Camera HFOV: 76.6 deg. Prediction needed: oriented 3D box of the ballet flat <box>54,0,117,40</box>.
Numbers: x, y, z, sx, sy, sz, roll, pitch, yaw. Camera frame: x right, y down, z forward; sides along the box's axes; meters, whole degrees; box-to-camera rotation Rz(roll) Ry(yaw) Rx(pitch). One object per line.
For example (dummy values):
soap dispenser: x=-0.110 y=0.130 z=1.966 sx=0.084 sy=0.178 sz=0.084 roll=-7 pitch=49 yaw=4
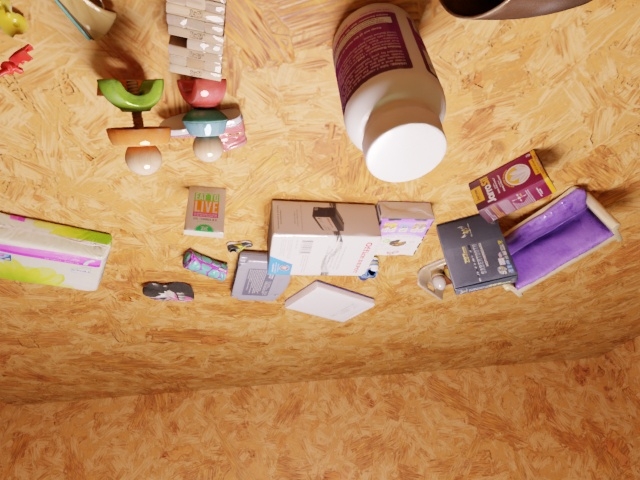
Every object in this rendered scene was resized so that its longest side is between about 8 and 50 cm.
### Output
ballet flat: x=-0.408 y=-0.414 z=0.601 sx=0.073 sy=0.080 sz=0.232 roll=-40 pitch=144 yaw=0

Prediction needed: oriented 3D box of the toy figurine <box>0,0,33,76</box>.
toy figurine: x=-0.651 y=-0.343 z=0.561 sx=0.217 sy=0.191 sz=0.362 roll=-14 pitch=145 yaw=21

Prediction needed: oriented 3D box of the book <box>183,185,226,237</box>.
book: x=-0.296 y=-0.074 z=1.043 sx=0.096 sy=0.144 sz=0.035 roll=5 pitch=145 yaw=-17

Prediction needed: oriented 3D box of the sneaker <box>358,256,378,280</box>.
sneaker: x=0.173 y=0.116 z=1.479 sx=0.053 sy=0.059 sz=0.144 roll=1 pitch=147 yaw=-14

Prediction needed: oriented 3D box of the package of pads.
package of pads: x=-0.791 y=0.045 z=1.185 sx=0.296 sy=0.101 sz=0.229 roll=15 pitch=141 yaw=-27

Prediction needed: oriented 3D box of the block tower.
block tower: x=-0.181 y=-0.415 z=0.600 sx=0.097 sy=0.091 sz=0.335 roll=5 pitch=144 yaw=-17

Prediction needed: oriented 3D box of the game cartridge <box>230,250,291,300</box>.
game cartridge: x=-0.209 y=0.132 z=1.451 sx=0.196 sy=0.060 sz=0.294 roll=9 pitch=144 yaw=-15

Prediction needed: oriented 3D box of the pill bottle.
pill bottle: x=0.116 y=-0.253 z=0.698 sx=0.169 sy=0.302 sz=0.169 roll=-4 pitch=146 yaw=-3

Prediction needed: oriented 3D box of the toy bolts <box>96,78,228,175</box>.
toy bolts: x=-0.295 y=-0.221 z=0.771 sx=0.228 sy=0.218 sz=0.159 roll=-16 pitch=116 yaw=-34

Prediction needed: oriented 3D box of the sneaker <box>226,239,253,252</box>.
sneaker: x=-0.257 y=0.023 z=1.293 sx=0.083 sy=0.035 sz=0.031 roll=-5 pitch=147 yaw=-2

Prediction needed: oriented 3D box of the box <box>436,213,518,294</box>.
box: x=0.476 y=0.036 z=1.250 sx=0.183 sy=0.233 sz=0.059 roll=-15 pitch=148 yaw=15

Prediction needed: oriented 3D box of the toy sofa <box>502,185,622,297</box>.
toy sofa: x=0.713 y=0.012 z=1.271 sx=0.362 sy=0.150 sz=0.177 roll=-38 pitch=136 yaw=23

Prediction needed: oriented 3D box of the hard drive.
hard drive: x=0.041 y=0.261 z=1.691 sx=0.318 sy=0.040 sz=0.210 roll=22 pitch=137 yaw=-35

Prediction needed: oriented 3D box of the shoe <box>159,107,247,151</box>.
shoe: x=-0.251 y=-0.233 z=0.886 sx=0.177 sy=0.064 sz=0.081 roll=-9 pitch=142 yaw=-3

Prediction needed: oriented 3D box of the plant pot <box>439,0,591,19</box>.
plant pot: x=0.326 y=-0.423 z=0.590 sx=0.230 sy=0.215 sz=0.215 roll=-5 pitch=149 yaw=-27

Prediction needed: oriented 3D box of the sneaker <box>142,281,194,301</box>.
sneaker: x=-0.552 y=0.191 z=1.486 sx=0.178 sy=0.072 sz=0.077 roll=11 pitch=156 yaw=-10

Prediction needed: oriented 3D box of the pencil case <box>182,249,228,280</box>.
pencil case: x=-0.378 y=0.083 z=1.339 sx=0.070 sy=0.065 sz=0.151 roll=-14 pitch=149 yaw=41

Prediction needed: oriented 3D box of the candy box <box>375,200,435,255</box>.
candy box: x=0.236 y=-0.033 z=1.256 sx=0.164 sy=0.070 sz=0.196 roll=0 pitch=145 yaw=-10

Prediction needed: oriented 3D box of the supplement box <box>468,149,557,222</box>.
supplement box: x=0.517 y=-0.144 z=1.103 sx=0.188 sy=0.104 sz=0.080 roll=-29 pitch=139 yaw=31

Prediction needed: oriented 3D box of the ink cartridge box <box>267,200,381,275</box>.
ink cartridge box: x=0.000 y=0.000 z=1.214 sx=0.307 sy=0.129 sz=0.223 roll=2 pitch=145 yaw=-11

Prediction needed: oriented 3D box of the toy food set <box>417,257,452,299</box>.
toy food set: x=0.547 y=0.133 z=1.531 sx=0.306 sy=0.092 sz=0.219 roll=-27 pitch=141 yaw=29
